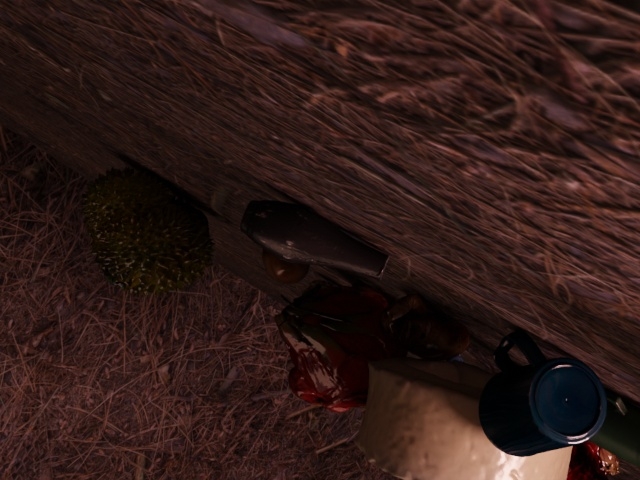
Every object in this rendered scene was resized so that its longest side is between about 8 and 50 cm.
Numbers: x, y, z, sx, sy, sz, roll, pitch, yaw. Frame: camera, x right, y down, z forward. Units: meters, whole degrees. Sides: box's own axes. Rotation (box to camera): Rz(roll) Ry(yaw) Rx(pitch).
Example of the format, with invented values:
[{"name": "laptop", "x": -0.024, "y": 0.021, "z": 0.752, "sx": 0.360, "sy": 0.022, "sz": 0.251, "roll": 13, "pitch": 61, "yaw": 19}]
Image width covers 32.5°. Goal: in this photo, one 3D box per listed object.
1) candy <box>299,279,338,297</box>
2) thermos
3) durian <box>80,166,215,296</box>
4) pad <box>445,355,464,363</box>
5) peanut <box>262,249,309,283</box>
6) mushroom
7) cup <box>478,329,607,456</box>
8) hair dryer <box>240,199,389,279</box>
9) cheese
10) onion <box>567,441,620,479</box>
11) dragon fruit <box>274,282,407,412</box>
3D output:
[{"name": "candy", "x": 0.002, "y": 0.132, "z": 2.155, "sx": 0.085, "sy": 0.110, "sz": 0.095, "roll": 36, "pitch": -173, "yaw": 37}, {"name": "thermos", "x": 0.380, "y": 0.239, "z": 1.426, "sx": 0.188, "sy": 0.073, "sz": 0.083, "roll": 25, "pitch": 178, "yaw": 43}, {"name": "durian", "x": -0.352, "y": -0.007, "z": 2.180, "sx": 0.291, "sy": 0.224, "sz": 0.291, "roll": 36, "pitch": 176, "yaw": 3}, {"name": "pad", "x": 0.255, "y": 0.334, "z": 1.911, "sx": 0.012, "sy": 0.269, "sz": 0.269, "roll": -9, "pitch": 146, "yaw": 19}, {"name": "peanut", "x": -0.062, "y": 0.033, "z": 1.859, "sx": 0.076, "sy": 0.076, "sz": 0.152, "roll": 32, "pitch": 178, "yaw": -13}, {"name": "mushroom", "x": 0.148, "y": 0.131, "z": 1.635, "sx": 0.135, "sy": 0.080, "sz": 0.170, "roll": 12, "pitch": 166, "yaw": 40}, {"name": "cup", "x": 0.265, "y": 0.199, "z": 1.377, "sx": 0.150, "sy": 0.113, "sz": 0.138, "roll": 36, "pitch": 158, "yaw": -4}, {"name": "hair dryer", "x": 0.000, "y": 0.000, "z": 1.481, "sx": 0.196, "sy": 0.075, "sz": 0.219, "roll": 21, "pitch": -177, "yaw": 5}, {"name": "cheese", "x": 0.225, "y": 0.270, "z": 1.621, "sx": 0.292, "sy": 0.153, "sz": 0.332, "roll": 14, "pitch": -178, "yaw": 35}, {"name": "onion", "x": 0.407, "y": 0.401, "z": 1.929, "sx": 0.314, "sy": 0.232, "sz": 0.314, "roll": 49, "pitch": -169, "yaw": -13}, {"name": "dragon fruit", "x": 0.022, "y": 0.178, "z": 1.860, "sx": 0.293, "sy": 0.233, "sz": 0.234, "roll": 16, "pitch": -175, "yaw": -42}]
